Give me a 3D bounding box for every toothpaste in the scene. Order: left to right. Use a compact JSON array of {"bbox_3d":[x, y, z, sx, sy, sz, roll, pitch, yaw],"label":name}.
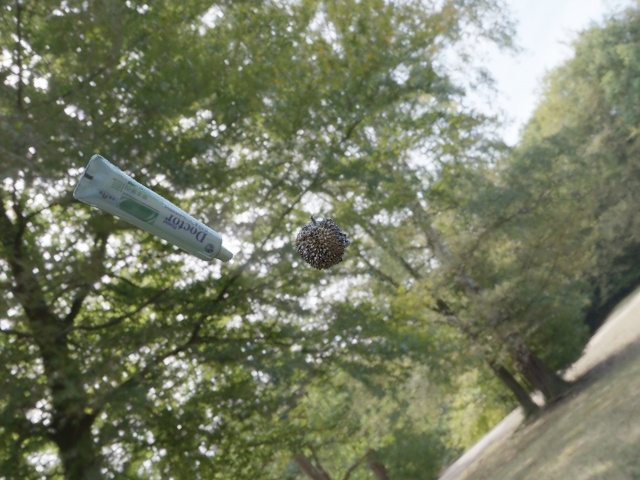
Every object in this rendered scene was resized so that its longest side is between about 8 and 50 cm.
[{"bbox_3d":[-0.201,-0.027,0.806,0.041,0.218,0.064,-14,51,49],"label":"toothpaste"}]

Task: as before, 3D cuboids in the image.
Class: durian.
[{"bbox_3d":[0.000,0.000,0.926,0.080,0.080,0.091,-34,-62,-17],"label":"durian"}]
